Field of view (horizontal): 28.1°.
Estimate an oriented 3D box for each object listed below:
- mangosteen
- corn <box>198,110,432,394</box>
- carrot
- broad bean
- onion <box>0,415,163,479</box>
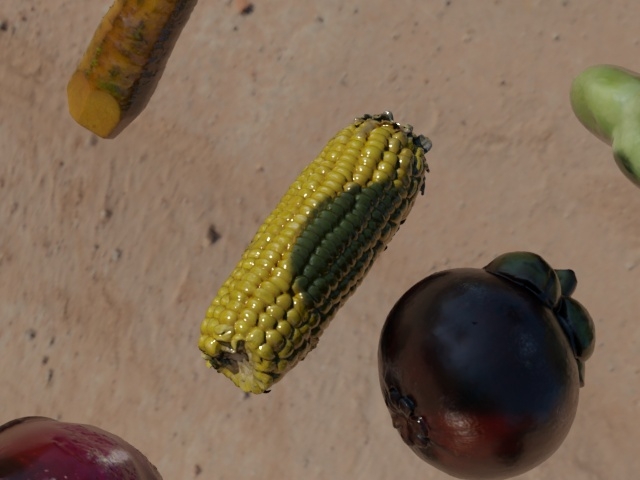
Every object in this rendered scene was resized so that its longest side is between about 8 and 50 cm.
[{"bbox_3d":[0.140,0.094,1.020,0.199,0.200,0.200,11,62,-21],"label":"mangosteen"},{"bbox_3d":[0.000,0.000,1.137,0.115,0.115,0.318,39,53,-4],"label":"corn"},{"bbox_3d":[-0.246,-0.282,1.745,0.114,0.302,0.114,28,21,-12],"label":"carrot"},{"bbox_3d":[0.309,-0.101,1.148,0.169,0.100,0.228,21,18,-27],"label":"broad bean"},{"bbox_3d":[-0.282,0.420,1.451,0.420,0.398,0.398,27,51,26],"label":"onion"}]
